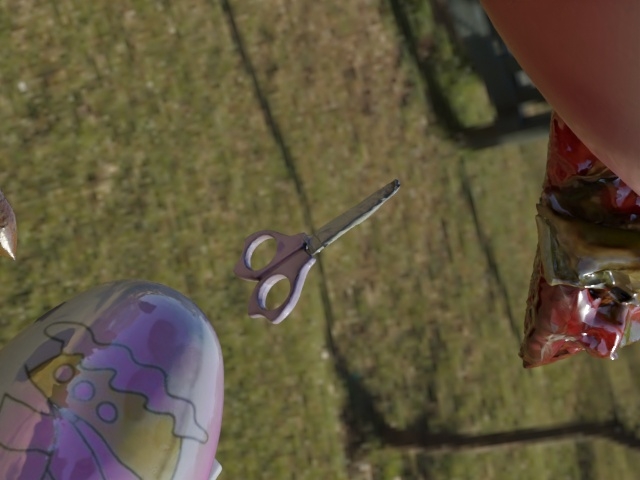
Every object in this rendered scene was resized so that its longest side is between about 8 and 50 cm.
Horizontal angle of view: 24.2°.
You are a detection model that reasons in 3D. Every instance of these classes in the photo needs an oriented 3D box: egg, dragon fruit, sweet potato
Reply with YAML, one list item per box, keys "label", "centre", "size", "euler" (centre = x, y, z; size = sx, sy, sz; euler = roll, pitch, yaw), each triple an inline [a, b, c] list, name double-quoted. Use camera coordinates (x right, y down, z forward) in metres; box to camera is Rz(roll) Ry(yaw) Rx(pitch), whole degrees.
- label: "egg"
  centre: [-0.174, 0.156, 1.089]
  size: [0.196, 0.271, 0.196]
  euler: [38, 4, -3]
- label: "dragon fruit"
  centre: [0.209, -0.016, 0.937]
  size: [0.317, 0.152, 0.205]
  euler: [84, 18, -58]
- label: "sweet potato"
  centre: [-0.352, -0.065, 1.447]
  size: [0.206, 0.060, 0.068]
  euler: [54, -2, -14]

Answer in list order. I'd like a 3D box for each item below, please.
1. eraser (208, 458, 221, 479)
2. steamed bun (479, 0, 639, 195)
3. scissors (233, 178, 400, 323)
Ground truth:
- label: "eraser"
  centre: [-0.140, 0.182, 1.334]
  size: [0.105, 0.065, 0.026]
  euler: [54, 50, -24]
- label: "steamed bun"
  centre: [0.215, -0.129, 0.709]
  size: [0.309, 0.309, 0.309]
  euler: [38, 45, -53]
- label: "scissors"
  centre: [0.000, 0.000, 1.539]
  size: [0.021, 0.212, 0.110]
  euler: [31, 30, -51]
